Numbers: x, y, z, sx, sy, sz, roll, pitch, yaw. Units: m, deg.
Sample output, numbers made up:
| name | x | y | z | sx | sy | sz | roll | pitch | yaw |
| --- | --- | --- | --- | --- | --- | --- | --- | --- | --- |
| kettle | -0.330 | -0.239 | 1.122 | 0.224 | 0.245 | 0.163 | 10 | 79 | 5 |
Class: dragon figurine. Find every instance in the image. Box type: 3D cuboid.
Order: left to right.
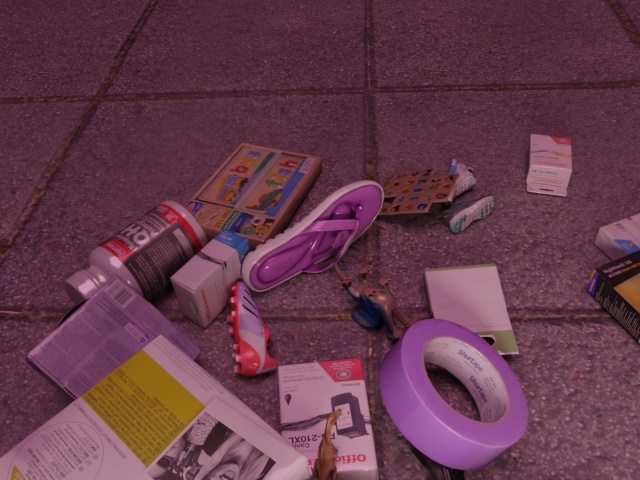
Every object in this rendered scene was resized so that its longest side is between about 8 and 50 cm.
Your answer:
| name | x | y | z | sx | sy | sz | roll | pitch | yaw |
| --- | --- | --- | --- | --- | --- | --- | --- | --- | --- |
| dragon figurine | 0.115 | 0.143 | 1.397 | 0.085 | 0.144 | 0.289 | -34 | 32 | -25 |

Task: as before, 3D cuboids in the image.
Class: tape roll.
| name | x | y | z | sx | sy | sz | roll | pitch | yaw |
| --- | --- | --- | --- | --- | --- | --- | --- | --- | --- |
| tape roll | 0.250 | 0.283 | 1.154 | 0.274 | 0.090 | 0.275 | 21 | 37 | -16 |

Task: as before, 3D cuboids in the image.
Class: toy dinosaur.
| name | x | y | z | sx | sy | sz | roll | pitch | yaw |
| --- | --- | --- | --- | --- | --- | --- | --- | --- | --- |
| toy dinosaur | 0.006 | 0.374 | 1.021 | 0.053 | 0.093 | 0.183 | 1 | 48 | 6 |

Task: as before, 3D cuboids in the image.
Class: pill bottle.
| name | x | y | z | sx | sy | sz | roll | pitch | yaw |
| --- | --- | --- | --- | --- | --- | --- | --- | --- | --- |
| pill bottle | -0.440 | 0.056 | 1.469 | 0.176 | 0.176 | 0.318 | 28 | 53 | 29 |

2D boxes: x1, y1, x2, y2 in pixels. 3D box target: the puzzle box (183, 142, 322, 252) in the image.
| name | x | y | z | sx | sy | sz | roll | pitch | yaw |
| --- | --- | --- | --- | --- | --- | --- | --- | --- | --- |
| puzzle box | -0.192 | -0.132 | 1.713 | 0.271 | 0.052 | 0.409 | 12 | 43 | 17 |

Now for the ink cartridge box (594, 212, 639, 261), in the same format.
| name | x | y | z | sx | sy | sz | roll | pitch | yaw |
| --- | --- | --- | --- | --- | --- | --- | --- | --- | --- |
| ink cartridge box | 0.791 | -0.007 | 1.511 | 0.180 | 0.060 | 0.104 | -17 | 45 | -12 |

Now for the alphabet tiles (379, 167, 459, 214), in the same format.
| name | x | y | z | sx | sy | sz | roll | pitch | yaw |
| --- | --- | --- | --- | --- | --- | --- | --- | --- | --- |
| alphabet tiles | 0.250 | -0.135 | 1.665 | 0.237 | 0.009 | 0.198 | -2 | 39 | 35 |

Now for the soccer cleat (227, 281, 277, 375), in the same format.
| name | x | y | z | sx | sy | sz | roll | pitch | yaw |
| --- | --- | --- | --- | --- | --- | --- | --- | --- | --- |
| soccer cleat | -0.156 | 0.196 | 1.380 | 0.095 | 0.083 | 0.248 | 4 | 42 | -16 |

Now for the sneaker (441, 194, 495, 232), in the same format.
| name | x | y | z | sx | sy | sz | roll | pitch | yaw |
| --- | --- | --- | --- | --- | --- | --- | --- | --- | --- |
| sneaker | 0.392 | -0.087 | 1.630 | 0.166 | 0.065 | 0.076 | -25 | 43 | -23 |

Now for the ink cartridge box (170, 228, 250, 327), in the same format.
| name | x | y | z | sx | sy | sz | roll | pitch | yaw |
| --- | --- | --- | --- | --- | --- | --- | --- | --- | --- |
| ink cartridge box | -0.249 | 0.088 | 1.445 | 0.082 | 0.140 | 0.191 | 25 | 52 | 26 |

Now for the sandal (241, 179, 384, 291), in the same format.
| name | x | y | z | sx | sy | sz | roll | pitch | yaw |
| --- | --- | --- | --- | --- | --- | --- | --- | --- | --- |
| sandal | 0.004 | 0.010 | 1.496 | 0.416 | 0.169 | 0.102 | -35 | 47 | -11 |

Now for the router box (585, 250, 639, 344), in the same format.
| name | x | y | z | sx | sy | sz | roll | pitch | yaw |
| --- | --- | --- | --- | --- | --- | --- | --- | --- | --- |
| router box | 0.804 | 0.119 | 1.367 | 0.308 | 0.081 | 0.243 | -19 | 46 | -14 |

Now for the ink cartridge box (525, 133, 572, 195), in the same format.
| name | x | y | z | sx | sy | sz | roll | pitch | yaw |
| --- | --- | --- | --- | --- | --- | --- | --- | --- | --- |
| ink cartridge box | 0.647 | -0.216 | 1.734 | 0.115 | 0.067 | 0.198 | 8 | 46 | 12 |

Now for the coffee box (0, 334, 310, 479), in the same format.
| name | x | y | z | sx | sy | sz | roll | pitch | yaw |
| --- | --- | --- | --- | --- | --- | --- | --- | --- | --- |
| coffee box | -0.241 | 0.428 | 0.953 | 0.338 | 0.338 | 0.334 | 31 | 54 | 31 |

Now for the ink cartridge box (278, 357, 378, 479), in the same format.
| name | x | y | z | sx | sy | sz | roll | pitch | yaw |
| --- | --- | --- | --- | --- | --- | --- | --- | --- | --- |
| ink cartridge box | 0.011 | 0.357 | 1.174 | 0.171 | 0.100 | 0.237 | -6 | 45 | -1 |

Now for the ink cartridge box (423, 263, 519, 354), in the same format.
| name | x | y | z | sx | sy | sz | roll | pitch | yaw |
| --- | --- | --- | --- | --- | --- | --- | --- | --- | --- |
| ink cartridge box | 0.333 | 0.165 | 1.380 | 0.171 | 0.056 | 0.235 | -4 | 54 | 1 |

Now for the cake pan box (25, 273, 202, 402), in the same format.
| name | x | y | z | sx | sy | sz | roll | pitch | yaw |
| --- | --- | --- | --- | --- | --- | --- | --- | --- | --- |
| cake pan box | -0.424 | 0.236 | 1.264 | 0.267 | 0.070 | 0.246 | 43 | 52 | -6 |

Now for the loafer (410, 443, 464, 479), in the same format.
| name | x | y | z | sx | sy | sz | roll | pitch | yaw |
| --- | --- | --- | --- | --- | --- | --- | --- | --- | --- |
| loafer | 0.210 | 0.392 | 1.150 | 0.078 | 0.076 | 0.223 | -34 | 40 | 22 |

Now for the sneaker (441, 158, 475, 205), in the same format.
| name | x | y | z | sx | sy | sz | roll | pitch | yaw |
| --- | --- | --- | --- | --- | --- | --- | --- | --- | --- |
| sneaker | 0.387 | -0.159 | 1.699 | 0.082 | 0.071 | 0.191 | 17 | 46 | 12 |
